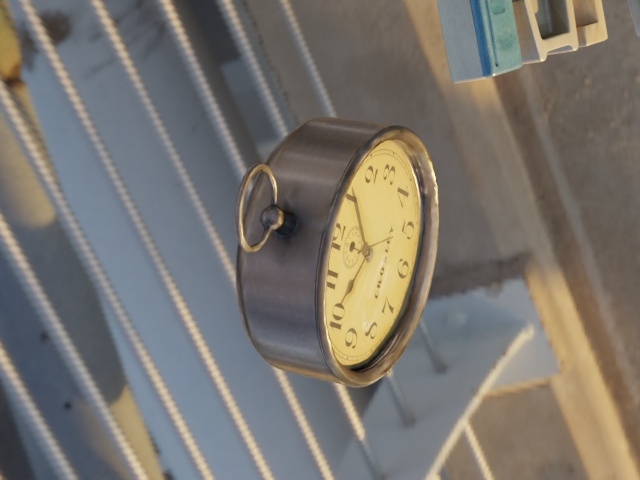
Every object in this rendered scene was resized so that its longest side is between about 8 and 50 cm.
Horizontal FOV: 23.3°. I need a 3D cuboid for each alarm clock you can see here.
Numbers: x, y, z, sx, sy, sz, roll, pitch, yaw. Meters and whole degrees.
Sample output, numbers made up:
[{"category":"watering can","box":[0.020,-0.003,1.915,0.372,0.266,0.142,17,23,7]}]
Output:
[{"category":"alarm clock","box":[0.000,0.000,0.753,0.064,0.192,0.129,11,83,24]}]

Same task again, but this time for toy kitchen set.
[{"category":"toy kitchen set","box":[0.223,-0.221,1.327,0.166,0.207,0.122,-4,103,41]}]
